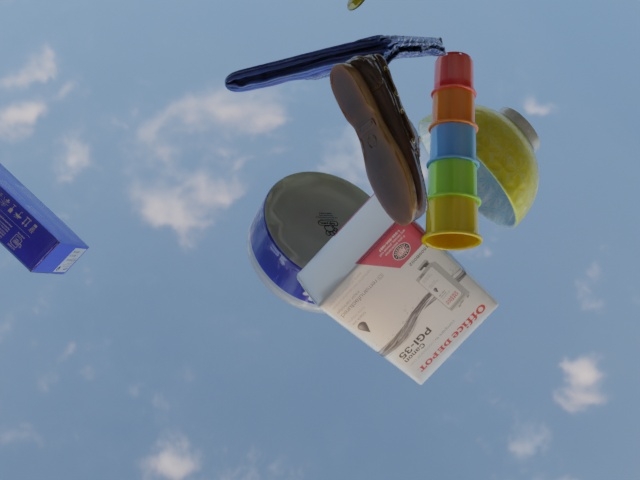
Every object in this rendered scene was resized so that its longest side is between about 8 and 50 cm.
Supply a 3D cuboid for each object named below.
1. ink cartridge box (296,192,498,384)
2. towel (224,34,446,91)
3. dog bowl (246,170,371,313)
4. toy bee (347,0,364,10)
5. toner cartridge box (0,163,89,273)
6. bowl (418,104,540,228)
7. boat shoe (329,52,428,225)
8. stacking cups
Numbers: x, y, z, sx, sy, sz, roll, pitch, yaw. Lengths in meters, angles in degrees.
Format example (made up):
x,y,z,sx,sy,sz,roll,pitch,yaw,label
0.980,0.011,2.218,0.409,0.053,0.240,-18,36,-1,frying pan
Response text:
x,y,z,sx,sy,sz,roll,pitch,yaw,label
0.136,0.084,1.431,0.207,0.283,0.117,-47,-148,5,ink cartridge box
0.034,-0.255,1.234,0.243,0.336,0.040,-8,-81,23,towel
0.000,0.000,1.596,0.265,0.104,0.264,13,-130,-16,dog bowl
0.048,-0.457,1.329,0.298,0.162,0.195,37,-119,2,toy bee
-0.581,-0.083,1.496,0.348,0.165,0.075,42,-92,5,toner cartridge box
0.353,-0.182,1.729,0.156,0.289,0.289,-41,-109,-5,bowl
0.084,-0.123,0.996,0.073,0.073,0.207,-23,-85,-33,boat shoe
0.203,-0.147,1.343,0.096,0.096,0.316,3,-107,-7,stacking cups
